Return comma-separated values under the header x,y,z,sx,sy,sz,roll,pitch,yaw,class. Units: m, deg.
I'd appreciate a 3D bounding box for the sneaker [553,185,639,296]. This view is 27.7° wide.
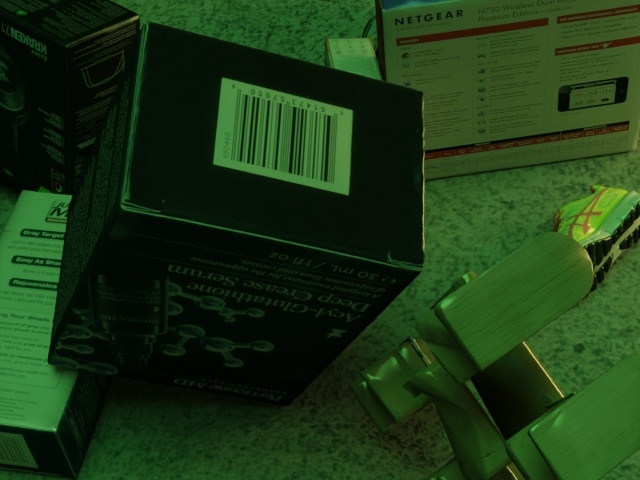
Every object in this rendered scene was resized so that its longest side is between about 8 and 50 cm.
x,y,z,sx,sy,sz,roll,pitch,yaw,class
0.317,0.000,1.606,0.094,0.081,0.208,28,50,36,sneaker

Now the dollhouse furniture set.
x,y,z,sx,sy,sz,roll,pitch,yaw,class
0.268,0.190,1.266,0.256,0.362,0.394,-32,81,-19,dollhouse furniture set

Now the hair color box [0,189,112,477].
x,y,z,sx,sy,sz,roll,pitch,yaw,class
-0.328,0.103,1.563,0.173,0.105,0.347,6,50,11,hair color box

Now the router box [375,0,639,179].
x,y,z,sx,sy,sz,roll,pitch,yaw,class
0.244,-0.223,1.655,0.335,0.301,0.082,-8,49,-1,router box

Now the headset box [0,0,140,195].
x,y,z,sx,sy,sz,roll,pitch,yaw,class
-0.369,-0.198,1.729,0.246,0.283,0.131,30,43,27,headset box

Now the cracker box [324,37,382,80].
x,y,z,sx,sy,sz,roll,pitch,yaw,class
0.046,-0.141,1.665,0.067,0.156,0.232,-2,35,-4,cracker box

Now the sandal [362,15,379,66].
x,y,z,sx,sy,sz,roll,pitch,yaw,class
0.090,-0.290,1.877,0.054,0.097,0.254,1,38,6,sandal

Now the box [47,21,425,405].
x,y,z,sx,sy,sz,roll,pitch,yaw,class
-0.101,-0.006,1.367,0.293,0.395,0.212,12,61,-16,box
